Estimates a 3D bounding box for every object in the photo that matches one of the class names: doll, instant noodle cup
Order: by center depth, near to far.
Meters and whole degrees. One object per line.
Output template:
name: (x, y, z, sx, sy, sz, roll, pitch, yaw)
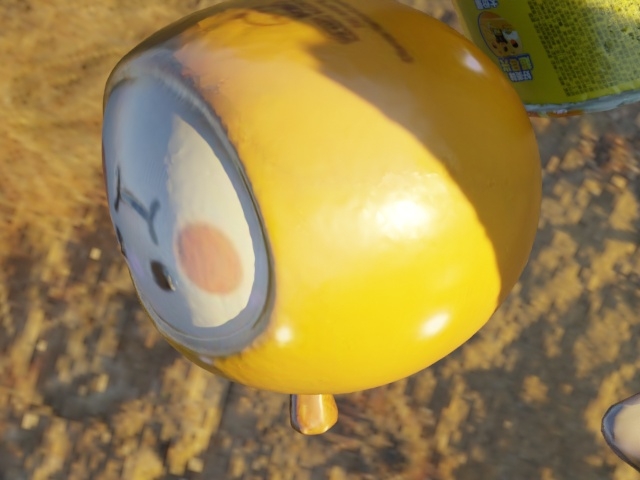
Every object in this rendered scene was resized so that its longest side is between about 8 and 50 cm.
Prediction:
doll: (0.000, 0.000, 0.875, 0.213, 0.213, 0.236, 31, 134, 40)
instant noodle cup: (0.134, -0.177, 0.908, 0.205, 0.153, 0.205, -25, 31, 16)

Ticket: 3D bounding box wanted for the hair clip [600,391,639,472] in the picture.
hair clip: (0.162, -0.005, 0.375, 0.300, 0.069, 0.173, -34, 25, -18)
